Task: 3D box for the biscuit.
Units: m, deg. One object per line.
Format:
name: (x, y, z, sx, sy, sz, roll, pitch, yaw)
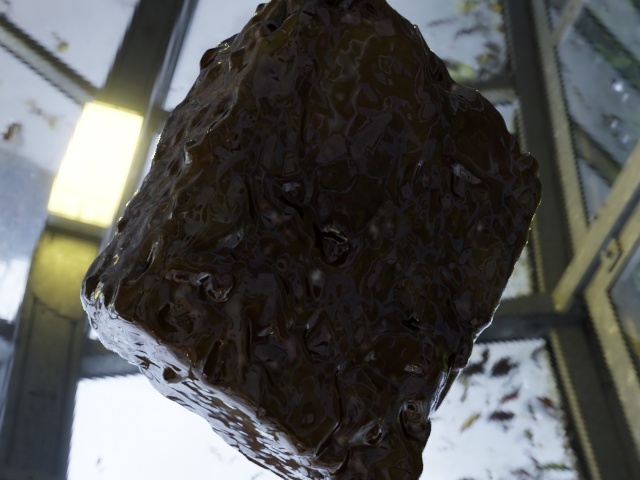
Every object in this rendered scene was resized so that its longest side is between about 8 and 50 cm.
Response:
biscuit: (0.000, 0.000, 1.065, 0.342, 0.166, 0.395, 42, -118, -26)
